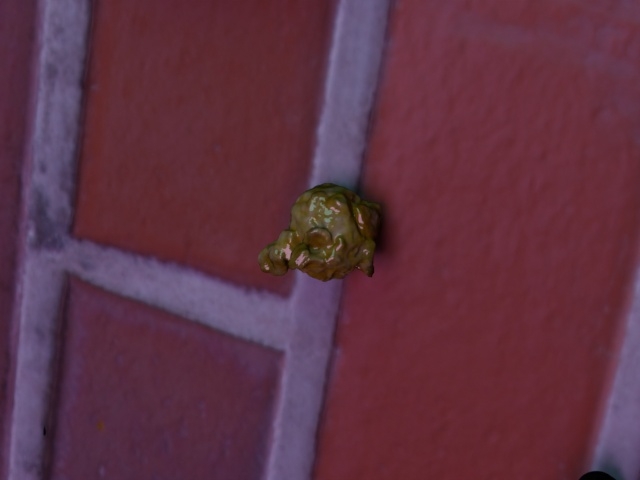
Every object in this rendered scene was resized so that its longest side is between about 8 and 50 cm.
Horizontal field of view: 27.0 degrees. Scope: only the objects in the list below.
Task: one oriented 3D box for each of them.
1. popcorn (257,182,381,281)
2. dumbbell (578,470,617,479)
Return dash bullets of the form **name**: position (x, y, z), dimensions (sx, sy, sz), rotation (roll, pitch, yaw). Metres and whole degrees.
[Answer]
- **popcorn**: position (0.001, -0.001, 0.844), dimensions (0.083, 0.059, 0.068), rotation (-32, 47, 22)
- **dumbbell**: position (0.204, 0.171, 0.757), dimensions (0.208, 0.099, 0.099), rotation (-21, 92, 30)
